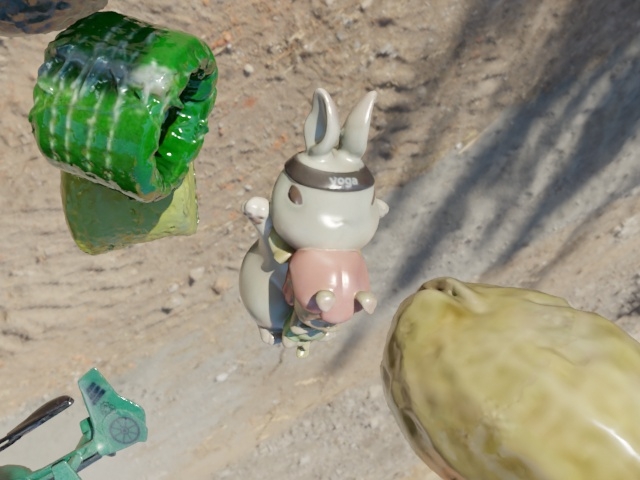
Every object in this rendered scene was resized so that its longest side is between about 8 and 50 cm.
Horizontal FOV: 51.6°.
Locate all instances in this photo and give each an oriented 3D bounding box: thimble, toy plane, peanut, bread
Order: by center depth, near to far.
[{"bbox_3d":[0.150,0.121,0.330,0.130,0.290,0.130,-36,151,-24],"label":"peanut"},{"bbox_3d":[-0.126,-0.089,0.439,0.130,0.090,0.118,111,-2,-87],"label":"thimble"},{"bbox_3d":[-0.170,-0.054,0.582,0.114,0.129,0.111,-5,176,-7],"label":"bread"},{"bbox_3d":[-0.342,0.284,0.705,0.381,0.155,0.106,-31,-165,6],"label":"toy plane"}]

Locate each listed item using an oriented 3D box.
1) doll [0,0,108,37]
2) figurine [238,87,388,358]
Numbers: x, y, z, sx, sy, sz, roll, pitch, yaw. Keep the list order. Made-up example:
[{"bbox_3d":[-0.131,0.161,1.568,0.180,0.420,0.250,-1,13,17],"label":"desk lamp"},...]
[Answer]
[{"bbox_3d":[-0.237,-0.346,0.539,0.247,0.247,0.349,3,142,-48],"label":"doll"},{"bbox_3d":[0.009,0.001,0.362,0.081,0.098,0.146,-19,154,-32],"label":"figurine"}]
